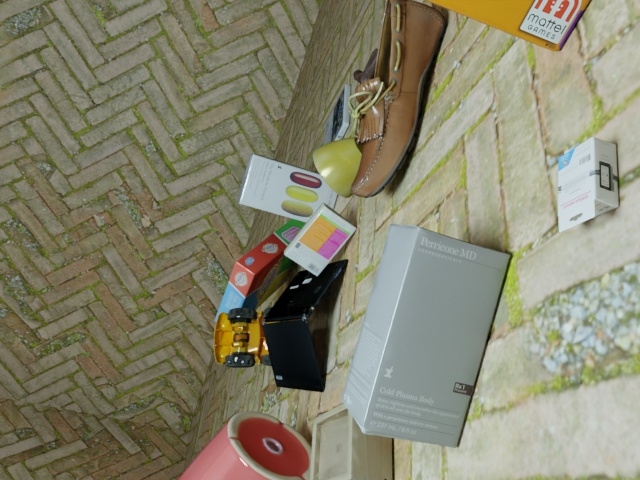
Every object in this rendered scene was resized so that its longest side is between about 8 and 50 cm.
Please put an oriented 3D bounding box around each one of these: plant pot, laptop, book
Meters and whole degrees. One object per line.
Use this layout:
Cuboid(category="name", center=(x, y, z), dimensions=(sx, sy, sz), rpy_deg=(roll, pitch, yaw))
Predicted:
Cuboid(category="plant pot", center=(-0.144, 0.485, 1.068), dimensions=(0.243, 0.275, 0.275), rpy_deg=(-61, 16, 11))
Cuboid(category="plant pot", center=(0.063, -0.177, 1.255), dimensions=(0.095, 0.134, 0.134), rpy_deg=(-35, 33, 26))
Cuboid(category="laptop", center=(-0.024, 0.195, 1.289), dimensions=(0.264, 0.136, 0.234), rpy_deg=(-53, 17, -27))
Cuboid(category="book", center=(0.000, 0.000, 1.244), dimensions=(0.144, 0.096, 0.035), rpy_deg=(-50, 20, 13))

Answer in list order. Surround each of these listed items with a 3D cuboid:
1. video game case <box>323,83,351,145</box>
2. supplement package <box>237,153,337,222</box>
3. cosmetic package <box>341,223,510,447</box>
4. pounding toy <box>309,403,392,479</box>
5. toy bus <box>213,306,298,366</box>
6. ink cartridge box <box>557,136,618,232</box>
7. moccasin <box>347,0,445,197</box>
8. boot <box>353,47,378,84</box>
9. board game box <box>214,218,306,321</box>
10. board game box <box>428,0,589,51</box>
Cuboid(category="video game case", center=(0.049, -0.347, 1.676), dimensions=(0.173, 0.022, 0.190), rpy_deg=(120, 161, -47))
Cuboid(category="supplement package", center=(-0.087, -0.136, 1.508), dimensions=(0.134, 0.244, 0.139), rpy_deg=(-138, 64, -76))
Cuboid(category="cosmetic package", center=(0.122, 0.108, 0.669), dimensions=(0.107, 0.127, 0.238), rpy_deg=(-153, 77, -76))
Cuboid(category="pounding toy", center=(0.049, 0.313, 0.836), dimensions=(0.141, 0.100, 0.130), rpy_deg=(-44, 32, 45))
Cuboid(category="toy bus", center=(-0.146, 0.270, 1.491), dimensions=(0.211, 0.220, 0.149), rpy_deg=(52, -144, -66))
Cuboid(category="ink cartridge box", center=(0.252, -0.049, 0.527), dimensions=(0.048, 0.028, 0.083), rpy_deg=(136, 147, -64))
Cuboid(category="moccasin", center=(0.118, -0.268, 1.048), dimensions=(0.139, 0.147, 0.380), rpy_deg=(-144, 70, -75))
Cuboid(category="boot", center=(0.127, -0.459, 1.454), dimensions=(0.106, 0.037, 0.114), rpy_deg=(-107, 29, -42))
Cuboid(category="board game box", center=(-0.166, 0.094, 1.635), dimensions=(0.316, 0.064, 0.242), rpy_deg=(-42, -18, -52))
Cuboid(category="board game box", center=(0.169, -0.502, 0.662), dimensions=(0.356, 0.356, 0.356), rpy_deg=(-94, 24, -54))
